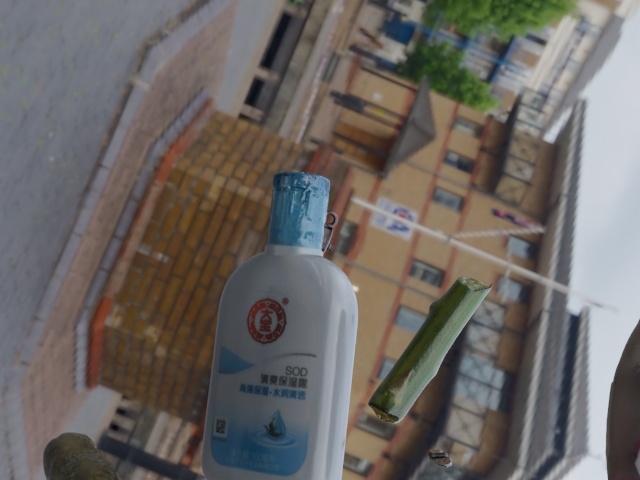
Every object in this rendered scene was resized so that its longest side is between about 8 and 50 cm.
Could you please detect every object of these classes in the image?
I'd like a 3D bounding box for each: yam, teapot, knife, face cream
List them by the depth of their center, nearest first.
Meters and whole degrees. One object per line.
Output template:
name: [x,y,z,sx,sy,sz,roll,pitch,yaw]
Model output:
yam: [-0.179,0.242,0.867,0.253,0.061,0.061,33,-77,55]
face cream: [-0.037,0.097,1.074,0.080,0.163,0.336,16,79,-60]
knife: [0.134,0.244,1.145,0.170,0.023,0.010,68,20,-83]
teapot: [0.000,0.000,1.617,0.100,0.045,0.068,-62,-168,8]

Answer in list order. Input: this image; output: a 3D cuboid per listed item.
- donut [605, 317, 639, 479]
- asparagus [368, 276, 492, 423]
donut: [0.408,0.158,0.814,0.142,0.382,0.382,26,87,-83]
asparagus: [0.173,0.164,1.612,0.277,0.067,0.060,-56,180,-12]
